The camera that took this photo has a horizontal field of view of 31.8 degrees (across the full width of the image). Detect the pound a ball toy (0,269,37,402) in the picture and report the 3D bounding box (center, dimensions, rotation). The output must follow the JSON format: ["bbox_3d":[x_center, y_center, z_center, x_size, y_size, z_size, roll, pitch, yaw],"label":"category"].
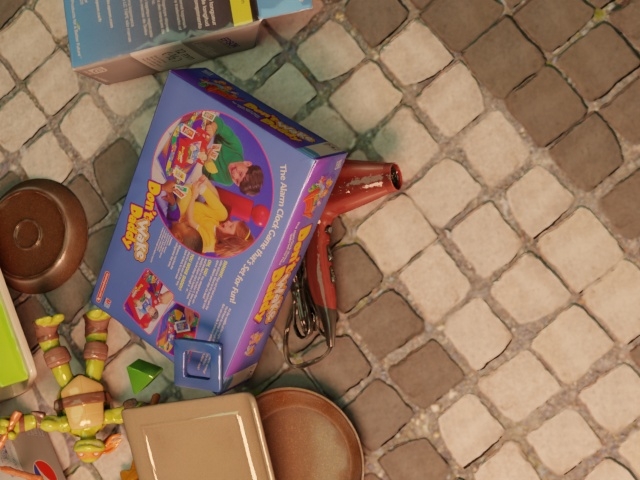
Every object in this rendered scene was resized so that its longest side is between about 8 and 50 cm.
[{"bbox_3d":[-0.551,0.088,1.563,0.208,0.136,0.319,-17,76,-29],"label":"pound a ball toy"}]

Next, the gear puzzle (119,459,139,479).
[{"bbox_3d":[-0.285,0.452,1.517,0.175,0.044,0.339,17,86,28],"label":"gear puzzle"}]

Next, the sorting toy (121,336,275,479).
[{"bbox_3d":[-0.145,0.285,1.431,0.196,0.047,0.347,-9,100,20],"label":"sorting toy"}]

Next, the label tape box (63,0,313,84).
[{"bbox_3d":[-0.178,-0.375,1.527,0.348,0.115,0.249,-11,82,14],"label":"label tape box"}]

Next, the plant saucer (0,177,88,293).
[{"bbox_3d":[-0.413,-0.008,1.609,0.168,0.029,0.168,-2,84,17],"label":"plant saucer"}]

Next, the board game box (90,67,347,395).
[{"bbox_3d":[-0.139,-0.012,1.430,0.233,0.078,0.347,33,115,21],"label":"board game box"}]

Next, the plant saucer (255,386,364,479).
[{"bbox_3d":[-0.035,0.289,1.454,0.199,0.036,0.198,-2,85,18],"label":"plant saucer"}]

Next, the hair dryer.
[{"bbox_3d":[0.000,0.000,1.458,0.223,0.080,0.293,45,113,14],"label":"hair dryer"}]

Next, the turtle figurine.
[{"bbox_3d":[-0.308,0.205,1.516,0.270,0.087,0.217,-7,81,-8],"label":"turtle figurine"}]

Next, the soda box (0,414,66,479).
[{"bbox_3d":[-0.385,0.382,1.504,0.098,0.091,0.286,-36,66,13],"label":"soda box"}]
